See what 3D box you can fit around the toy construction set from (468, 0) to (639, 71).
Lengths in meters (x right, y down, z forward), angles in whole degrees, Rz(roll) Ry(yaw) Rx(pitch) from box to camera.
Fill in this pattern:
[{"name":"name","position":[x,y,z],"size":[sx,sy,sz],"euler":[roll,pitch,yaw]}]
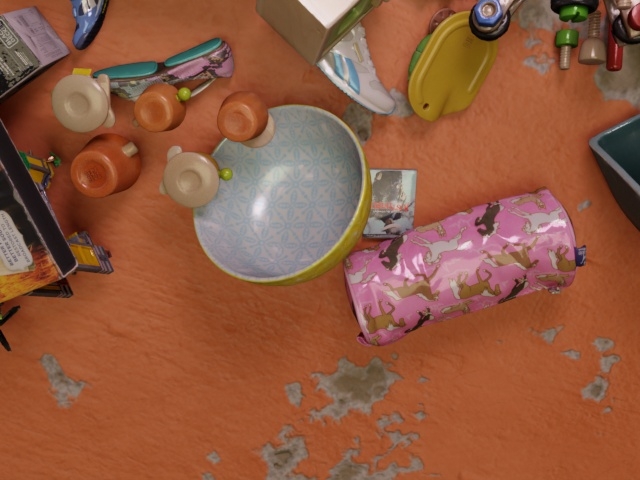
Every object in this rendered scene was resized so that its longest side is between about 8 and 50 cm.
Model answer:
[{"name":"toy construction set","position":[0.363,-0.389,1.125],"size":[0.258,0.309,0.237],"euler":[4,88,36]}]

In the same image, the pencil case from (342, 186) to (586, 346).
[{"name":"pencil case","position":[0.226,0.047,1.304],"size":[0.386,0.167,0.160],"euler":[-18,145,4]}]

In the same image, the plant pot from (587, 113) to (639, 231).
[{"name":"plant pot","position":[0.611,-0.063,1.239],"size":[0.248,0.247,0.252],"euler":[-27,124,7]}]

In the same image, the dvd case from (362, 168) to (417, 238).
[{"name":"dvd case","position":[0.116,-0.061,1.336],"size":[0.087,0.013,0.119],"euler":[2,109,-2]}]

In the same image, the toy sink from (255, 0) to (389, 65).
[{"name":"toy sink","position":[0.039,-0.380,1.106],"size":[0.131,0.153,0.234],"euler":[44,79,-1]}]

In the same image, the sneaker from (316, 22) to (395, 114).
[{"name":"sneaker","position":[0.042,-0.286,1.221],"size":[0.092,0.087,0.229],"euler":[-44,107,10]}]

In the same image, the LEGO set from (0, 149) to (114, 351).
[{"name":"LEGO set","position":[-0.500,0.018,1.287],"size":[0.331,0.192,0.255],"euler":[-38,77,8]}]

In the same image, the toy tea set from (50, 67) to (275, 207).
[{"name":"toy tea set","position":[-0.237,-0.157,1.220],"size":[0.336,0.124,0.199],"euler":[6,109,4]}]

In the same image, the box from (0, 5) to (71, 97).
[{"name":"box","position":[-0.528,-0.223,1.181],"size":[0.290,0.169,0.087],"euler":[-33,108,8]}]

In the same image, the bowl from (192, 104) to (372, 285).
[{"name":"bowl","position":[-0.037,-0.051,1.244],"size":[0.289,0.289,0.156],"euler":[-35,150,9]}]

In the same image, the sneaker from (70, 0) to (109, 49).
[{"name":"sneaker","position":[-0.354,-0.360,1.201],"size":[0.059,0.053,0.144],"euler":[18,99,-8]}]

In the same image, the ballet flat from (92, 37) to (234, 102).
[{"name":"ballet flat","position":[-0.240,-0.249,1.235],"size":[0.222,0.077,0.079],"euler":[-15,122,1]}]

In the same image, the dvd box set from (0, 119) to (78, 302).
[{"name":"dvd box set","position":[-0.599,-0.018,1.121],"size":[0.421,0.062,0.307],"euler":[-20,106,12]}]

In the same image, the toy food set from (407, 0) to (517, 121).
[{"name":"toy food set","position":[0.202,-0.295,1.238],"size":[0.128,0.071,0.217],"euler":[18,111,-33]}]
